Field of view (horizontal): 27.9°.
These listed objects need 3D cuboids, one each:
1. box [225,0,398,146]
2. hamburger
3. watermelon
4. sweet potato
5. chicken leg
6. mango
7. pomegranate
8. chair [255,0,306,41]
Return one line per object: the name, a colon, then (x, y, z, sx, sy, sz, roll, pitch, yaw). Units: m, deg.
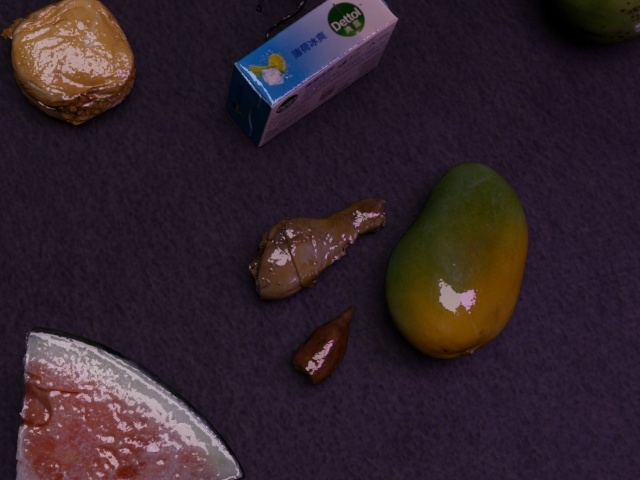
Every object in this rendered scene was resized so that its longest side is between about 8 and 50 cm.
box: (-0.013, -0.210, 1.540, 0.194, 0.139, 0.073, -36, 82, -17)
hamburger: (-0.297, -0.214, 1.530, 0.138, 0.083, 0.147, -29, 81, -19)
watermelon: (-0.221, 0.230, 1.338, 0.262, 0.213, 0.201, 31, 72, 1)
sweet potato: (0.010, 0.117, 1.500, 0.049, 0.049, 0.117, 36, 61, 3)
chicken leg: (0.001, -0.001, 1.520, 0.198, 0.069, 0.085, -28, 81, -22)
mango: (0.166, 0.022, 1.518, 0.156, 0.114, 0.251, 20, 59, 8)
pomegranate: (0.356, -0.359, 1.634, 0.181, 0.181, 0.224, -22, 56, -14)
chair: (-0.051, -0.379, 1.576, 0.149, 0.174, 0.213, 41, 83, 9)
